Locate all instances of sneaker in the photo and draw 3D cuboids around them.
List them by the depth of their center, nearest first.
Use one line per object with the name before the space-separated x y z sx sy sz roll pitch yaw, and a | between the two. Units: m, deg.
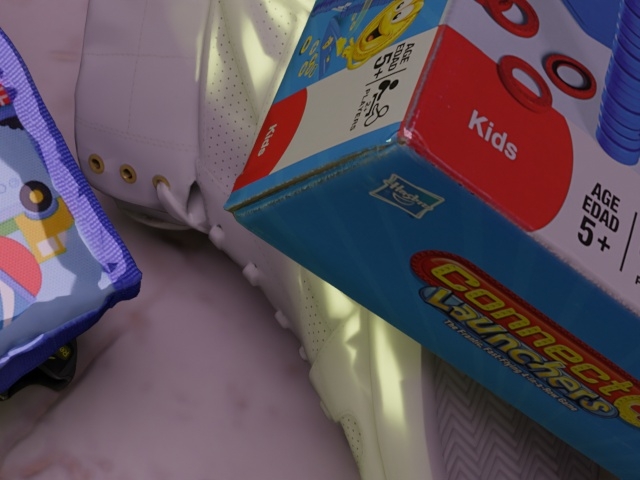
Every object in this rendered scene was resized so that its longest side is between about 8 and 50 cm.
sneaker | 0.000 0.000 0.651 0.108 0.169 0.293 -9 88 -48
sneaker | -0.131 0.044 0.654 0.083 0.031 0.035 -9 62 -7

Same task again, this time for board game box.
board game box | 0.157 -0.062 0.600 0.308 0.086 0.302 34 60 -24

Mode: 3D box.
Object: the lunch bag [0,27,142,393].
lunch bag | -0.216 -0.018 0.630 0.221 0.138 0.293 -28 68 -15
